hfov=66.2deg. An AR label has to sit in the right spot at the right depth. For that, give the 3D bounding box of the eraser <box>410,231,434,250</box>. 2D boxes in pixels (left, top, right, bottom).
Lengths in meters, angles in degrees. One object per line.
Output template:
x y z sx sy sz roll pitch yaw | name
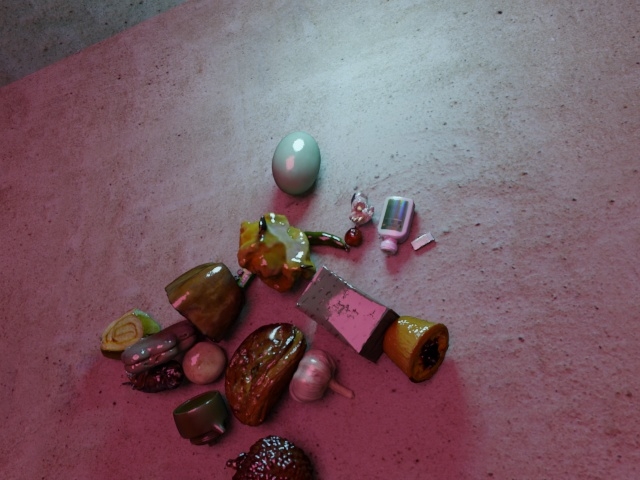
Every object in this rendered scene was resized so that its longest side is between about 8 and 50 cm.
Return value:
0.382 0.003 1.836 0.083 0.019 0.038 -30 59 7 | eraser

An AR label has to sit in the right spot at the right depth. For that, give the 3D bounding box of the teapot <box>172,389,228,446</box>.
-0.432 0.669 1.799 0.267 0.185 0.175 -19 91 46 | teapot

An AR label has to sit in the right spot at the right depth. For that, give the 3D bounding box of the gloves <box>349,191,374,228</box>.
0.161 -0.123 1.934 0.094 0.110 0.144 10 67 -20 | gloves

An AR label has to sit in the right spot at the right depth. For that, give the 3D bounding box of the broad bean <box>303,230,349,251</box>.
0.001 -0.004 1.974 0.254 0.046 0.065 10 86 24 | broad bean

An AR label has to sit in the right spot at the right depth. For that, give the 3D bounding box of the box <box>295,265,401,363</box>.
0.106 0.259 1.719 0.297 0.225 0.190 31 84 30 | box

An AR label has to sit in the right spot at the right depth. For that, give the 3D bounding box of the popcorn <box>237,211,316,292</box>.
-0.185 0.050 1.889 0.281 0.297 0.316 -36 73 50 | popcorn

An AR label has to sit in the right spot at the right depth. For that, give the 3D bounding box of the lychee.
-0.170 0.771 1.588 0.300 0.264 0.264 18 75 6 | lychee

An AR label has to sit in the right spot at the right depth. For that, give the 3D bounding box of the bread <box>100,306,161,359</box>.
-0.813 0.405 2.082 0.257 0.124 0.186 -24 55 11 | bread

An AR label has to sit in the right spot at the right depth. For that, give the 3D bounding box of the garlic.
0.014 0.498 1.702 0.226 0.199 0.199 29 80 3 | garlic

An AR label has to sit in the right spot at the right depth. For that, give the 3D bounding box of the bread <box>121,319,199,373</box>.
-0.582 0.398 1.879 0.183 0.337 0.102 -12 100 35 | bread

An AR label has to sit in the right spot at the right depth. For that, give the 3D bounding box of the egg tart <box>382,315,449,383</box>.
0.318 0.347 1.622 0.171 0.215 0.215 27 80 44 | egg tart

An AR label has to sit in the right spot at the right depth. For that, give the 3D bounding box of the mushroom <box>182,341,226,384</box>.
-0.451 0.473 1.897 0.127 0.166 0.166 -23 53 55 | mushroom

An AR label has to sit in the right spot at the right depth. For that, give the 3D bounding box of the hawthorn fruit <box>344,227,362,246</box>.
0.128 -0.015 1.911 0.077 0.077 0.077 -8 66 18 | hawthorn fruit

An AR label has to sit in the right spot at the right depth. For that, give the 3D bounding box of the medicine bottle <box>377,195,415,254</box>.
0.282 -0.058 1.867 0.115 0.078 0.219 9 72 23 | medicine bottle

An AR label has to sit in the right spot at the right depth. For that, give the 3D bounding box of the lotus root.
-0.436 0.234 1.950 0.316 0.316 0.250 36 70 30 | lotus root

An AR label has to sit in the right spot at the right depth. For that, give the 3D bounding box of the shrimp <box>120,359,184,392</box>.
-0.665 0.534 1.970 0.372 0.172 0.137 -6 94 35 | shrimp

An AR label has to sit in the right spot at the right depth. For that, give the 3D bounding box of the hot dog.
-0.204 0.470 1.774 0.267 0.174 0.387 19 74 50 | hot dog

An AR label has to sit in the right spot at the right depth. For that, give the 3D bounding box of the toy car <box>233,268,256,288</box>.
-0.293 0.124 2.024 0.062 0.071 0.165 32 82 14 | toy car

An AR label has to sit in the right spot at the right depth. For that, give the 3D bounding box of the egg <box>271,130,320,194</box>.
-0.101 -0.325 2.059 0.203 0.203 0.283 -1 69 21 | egg
